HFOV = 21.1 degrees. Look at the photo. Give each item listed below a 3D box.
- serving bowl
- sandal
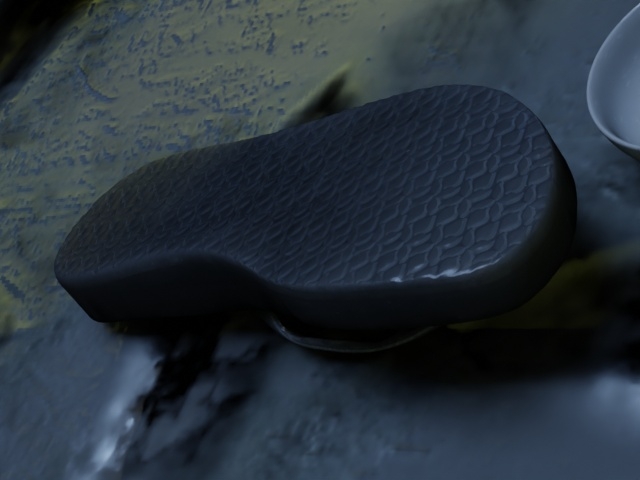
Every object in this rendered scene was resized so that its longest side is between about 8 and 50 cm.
[{"bbox_3d":[0.129,-0.052,0.550,0.083,0.027,0.083,-25,38,22],"label":"serving bowl"},{"bbox_3d":[0.000,-0.001,0.604,0.254,0.054,0.097,0,44,54],"label":"sandal"}]
